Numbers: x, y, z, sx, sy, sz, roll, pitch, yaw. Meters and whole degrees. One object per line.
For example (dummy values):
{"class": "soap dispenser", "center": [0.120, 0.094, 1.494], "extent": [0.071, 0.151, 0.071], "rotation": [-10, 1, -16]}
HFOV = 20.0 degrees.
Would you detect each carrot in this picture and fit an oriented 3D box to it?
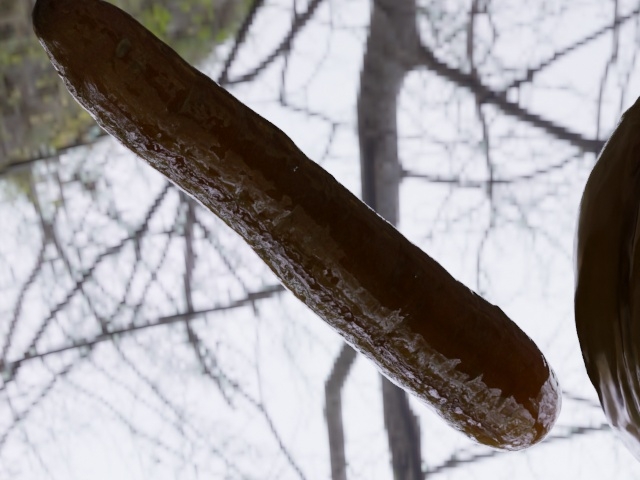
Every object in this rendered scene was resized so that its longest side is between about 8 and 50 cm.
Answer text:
{"class": "carrot", "center": [0.000, 0.000, 0.568], "extent": [0.043, 0.248, 0.043], "rotation": [-30, -141, 28]}

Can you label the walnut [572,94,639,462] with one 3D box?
{"class": "walnut", "center": [0.186, 0.022, 0.536], "extent": [0.225, 0.193, 0.193], "rotation": [30, -132, -7]}
